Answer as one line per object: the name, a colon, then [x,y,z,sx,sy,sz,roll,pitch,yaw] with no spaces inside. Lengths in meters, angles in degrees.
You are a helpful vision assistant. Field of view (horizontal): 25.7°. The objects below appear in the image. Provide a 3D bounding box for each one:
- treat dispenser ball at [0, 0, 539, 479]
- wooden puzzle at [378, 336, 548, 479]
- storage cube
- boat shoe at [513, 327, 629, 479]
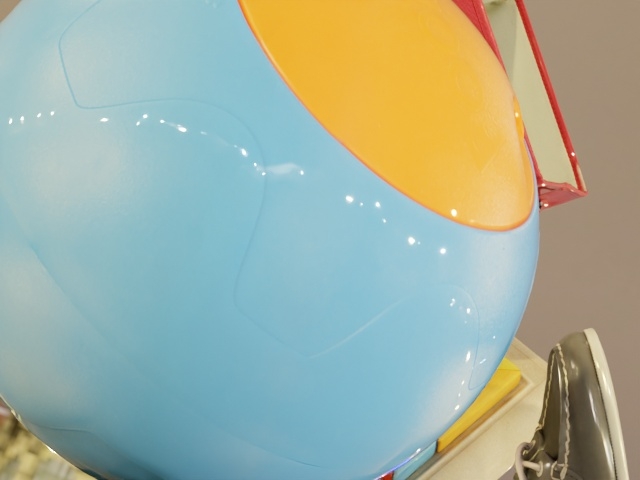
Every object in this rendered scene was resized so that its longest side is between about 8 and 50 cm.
treat dispenser ball: [-0.039,-0.013,0.684,0.288,0.288,0.288,18,-20,7]
wooden puzzle: [0.065,0.116,1.201,0.239,0.221,0.044,42,-30,23]
storage cube: [0.078,-0.097,1.115,0.193,0.215,0.184,-21,-9,19]
boat shoe: [0.177,0.233,1.033,0.096,0.335,0.112,-6,11,3]
